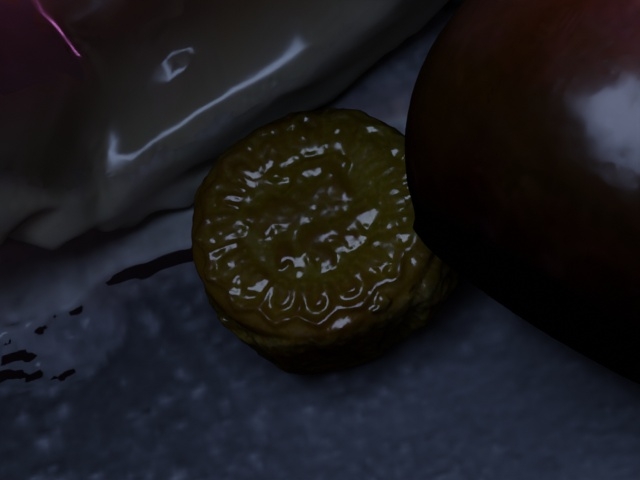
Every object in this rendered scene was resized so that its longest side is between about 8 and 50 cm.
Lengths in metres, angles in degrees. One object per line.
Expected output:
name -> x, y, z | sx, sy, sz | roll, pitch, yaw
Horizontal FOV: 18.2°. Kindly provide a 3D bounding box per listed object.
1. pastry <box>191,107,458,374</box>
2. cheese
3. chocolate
pastry -> 0.000, 0.000, 0.740 | 0.109, 0.057, 0.097 | 27, 79, 22
cheese -> -0.103, -0.126, 0.687 | 0.292, 0.332, 0.153 | -41, 62, 29
chocolate -> 0.119, -0.042, 0.668 | 0.176, 0.177, 0.177 | -5, 70, 15
